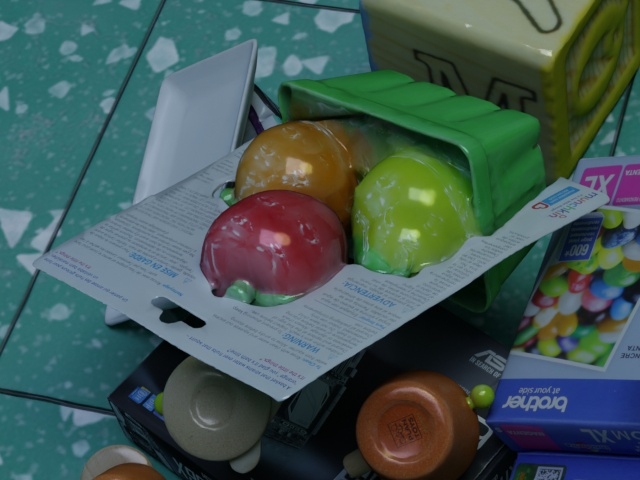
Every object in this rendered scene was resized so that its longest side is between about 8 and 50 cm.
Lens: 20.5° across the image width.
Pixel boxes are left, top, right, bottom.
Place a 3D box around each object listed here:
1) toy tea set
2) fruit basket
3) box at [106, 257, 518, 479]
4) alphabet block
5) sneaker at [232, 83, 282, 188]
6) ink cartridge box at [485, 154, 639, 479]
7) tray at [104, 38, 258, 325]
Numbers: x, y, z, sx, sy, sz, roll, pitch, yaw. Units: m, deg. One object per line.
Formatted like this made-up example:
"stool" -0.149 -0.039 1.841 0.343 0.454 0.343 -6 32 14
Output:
"toy tea set" -0.025 0.185 1.381 0.336 0.124 0.200 8 86 12
"fruit basket" 0.000 0.000 1.423 0.353 0.165 0.327 -36 38 -29
"box" 0.014 0.144 1.498 0.307 0.076 0.242 32 66 29
"alphabet block" 0.174 -0.198 1.642 0.197 0.193 0.192 24 64 24
"sneaker" -0.043 -0.048 1.660 0.098 0.083 0.223 -40 49 5
"ink cartridge box" 0.246 0.068 1.381 0.186 0.065 0.311 -2 56 41
"tray" -0.121 -0.050 1.641 0.145 0.030 0.270 -16 54 44
